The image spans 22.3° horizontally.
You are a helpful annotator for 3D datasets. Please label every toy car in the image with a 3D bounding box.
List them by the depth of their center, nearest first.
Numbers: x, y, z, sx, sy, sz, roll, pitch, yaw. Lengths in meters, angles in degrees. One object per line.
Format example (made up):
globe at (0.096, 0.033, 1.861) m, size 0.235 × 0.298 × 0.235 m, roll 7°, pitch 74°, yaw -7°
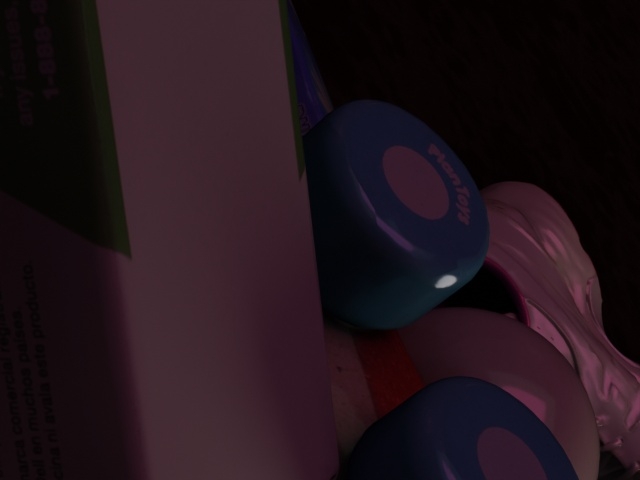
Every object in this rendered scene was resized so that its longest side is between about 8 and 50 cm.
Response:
toy car at (0.038, 0.097, 0.615) m, size 0.238 × 0.219 × 0.210 m, roll 14°, pitch 48°, yaw -40°

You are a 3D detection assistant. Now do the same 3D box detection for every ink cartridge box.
ink cartridge box at (-0.151, -0.010, 0.460) m, size 0.117 × 0.278 × 0.201 m, roll -31°, pitch 117°, yaw -64°

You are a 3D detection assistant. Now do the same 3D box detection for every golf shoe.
golf shoe at (0.157, 0.106, 1.088) m, size 0.140 × 0.115 × 0.306 m, roll -16°, pitch 68°, yaw -50°

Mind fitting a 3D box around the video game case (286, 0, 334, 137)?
video game case at (0.000, 0.000, 0.868) m, size 0.244 × 0.061 × 0.269 m, roll 62°, pitch 9°, yaw -64°
